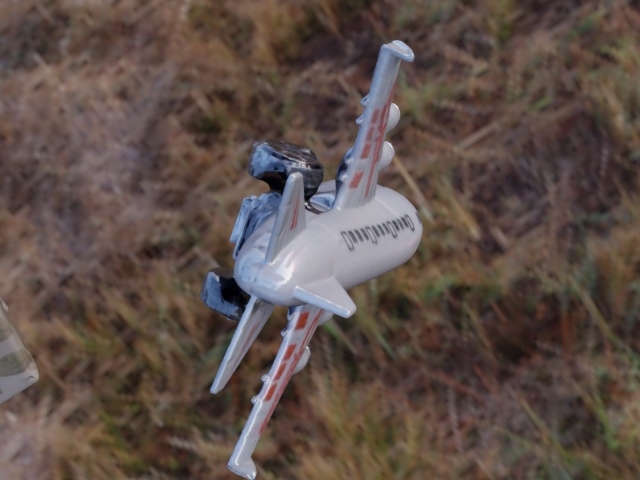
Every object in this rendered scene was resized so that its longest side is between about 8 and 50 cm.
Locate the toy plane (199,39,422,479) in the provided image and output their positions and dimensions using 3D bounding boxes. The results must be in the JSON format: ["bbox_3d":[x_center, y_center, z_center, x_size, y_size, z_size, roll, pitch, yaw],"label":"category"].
[{"bbox_3d":[0.000,0.000,0.656,0.171,0.065,0.162,-54,-15,-75],"label":"toy plane"}]

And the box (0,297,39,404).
[{"bbox_3d":[-0.131,0.037,0.492,0.098,0.062,0.045,-33,56,-12],"label":"box"}]
